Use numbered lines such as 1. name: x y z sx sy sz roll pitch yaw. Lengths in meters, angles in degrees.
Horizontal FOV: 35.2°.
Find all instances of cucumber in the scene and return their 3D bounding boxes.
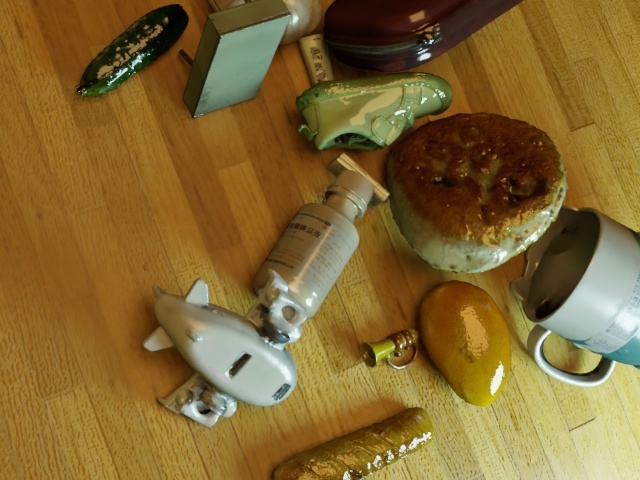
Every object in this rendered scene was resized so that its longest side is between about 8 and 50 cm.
1. cucumber: -0.299 -0.301 1.599 0.227 0.069 0.069 -44 95 -19

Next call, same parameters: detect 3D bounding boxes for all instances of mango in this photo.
1. mango: 0.246 0.170 1.673 0.141 0.102 0.217 -11 83 -27

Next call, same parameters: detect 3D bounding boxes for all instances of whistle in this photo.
1. whistle: 0.123 0.181 1.660 0.109 0.046 0.057 -13 68 -29

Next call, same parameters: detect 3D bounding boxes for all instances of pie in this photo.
1. pie: 0.255 -0.092 1.663 0.315 0.092 0.315 -9 55 12

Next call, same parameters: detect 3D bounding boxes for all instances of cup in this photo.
1. cup: 0.479 0.113 1.733 0.258 0.219 0.289 27 100 -14

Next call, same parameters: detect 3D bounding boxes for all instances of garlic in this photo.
1. garlic: -0.066 -0.423 1.628 0.199 0.226 0.199 8 70 -22

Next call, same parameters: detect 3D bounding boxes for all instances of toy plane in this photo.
1. toy plane: -0.142 0.157 1.504 0.267 0.122 0.266 -7 113 -16

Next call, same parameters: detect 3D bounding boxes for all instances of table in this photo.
1. table: -0.149 -0.309 1.565 0.122 0.240 0.111 -22 76 -25

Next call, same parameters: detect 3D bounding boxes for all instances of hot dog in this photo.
1. hot dog: 0.058 0.336 1.591 0.286 0.061 0.088 -24 76 -25

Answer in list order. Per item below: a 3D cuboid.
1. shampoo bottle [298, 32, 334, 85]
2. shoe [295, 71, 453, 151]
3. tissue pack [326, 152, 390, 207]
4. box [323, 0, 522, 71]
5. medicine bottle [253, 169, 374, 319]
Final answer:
1. shampoo bottle: 0.003 -0.285 1.726 0.049 0.034 0.141 -13 84 -27
2. shoe: 0.087 -0.211 1.671 0.262 0.140 0.128 -2 96 -14
3. tissue pack: 0.063 -0.100 1.693 0.108 0.056 0.023 40 67 -7
4. box: 0.193 -0.415 1.711 0.404 0.263 0.108 -37 124 -28
5. medicine bottle: 0.000 0.000 1.614 0.114 0.114 0.252 37 68 -9
